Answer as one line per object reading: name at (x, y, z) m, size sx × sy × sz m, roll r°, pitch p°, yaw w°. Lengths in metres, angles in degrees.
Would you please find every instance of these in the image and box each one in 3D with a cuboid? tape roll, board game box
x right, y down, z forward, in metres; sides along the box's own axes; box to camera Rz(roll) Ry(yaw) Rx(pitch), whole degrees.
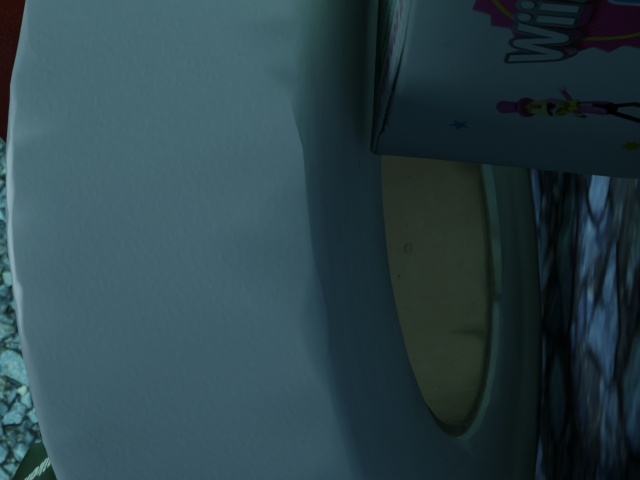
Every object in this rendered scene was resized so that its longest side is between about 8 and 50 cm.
tape roll at (0.000, 0.000, 0.632) m, size 0.286 × 0.100 × 0.286 m, roll -6°, pitch -90°, yaw -71°
board game box at (0.074, -0.202, 0.495) m, size 0.224 × 0.097 × 0.303 m, roll 97°, pitch 178°, yaw -66°

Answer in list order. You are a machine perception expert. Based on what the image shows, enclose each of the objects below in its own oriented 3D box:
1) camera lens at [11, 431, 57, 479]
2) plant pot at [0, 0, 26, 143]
camera lens at (-0.120, 0.256, 1.483) m, size 0.219 × 0.274 × 0.219 m, roll -49°, pitch 19°, yaw 24°
plant pot at (-0.053, -0.132, 0.886) m, size 0.267 × 0.267 × 0.236 m, roll 26°, pitch 143°, yaw 42°
